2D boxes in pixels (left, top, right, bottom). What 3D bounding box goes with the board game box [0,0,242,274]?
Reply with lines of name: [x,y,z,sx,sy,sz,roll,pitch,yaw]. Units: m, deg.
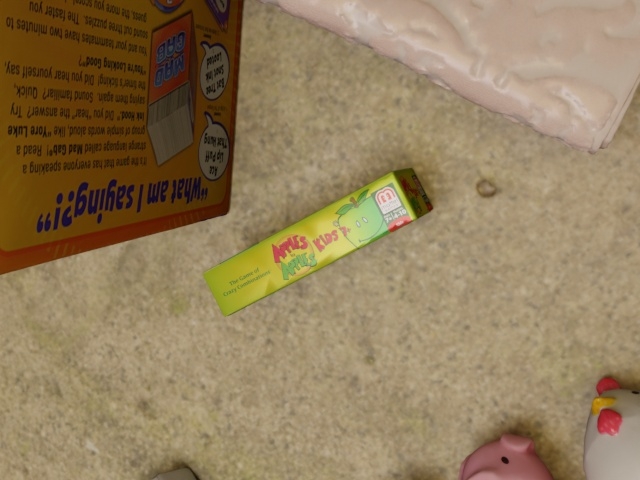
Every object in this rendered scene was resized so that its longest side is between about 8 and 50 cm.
board game box: [-0.284,-0.193,0.601,0.356,0.356,0.356,7,99,14]

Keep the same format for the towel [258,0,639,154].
towel: [0.121,-0.270,0.597,0.332,0.053,0.317,27,88,8]

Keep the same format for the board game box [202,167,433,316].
board game box: [0.000,0.000,0.686,0.181,0.092,0.043,-28,88,17]

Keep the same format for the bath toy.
bath toy: [0.149,0.227,0.666,0.348,0.129,0.151,-37,131,19]

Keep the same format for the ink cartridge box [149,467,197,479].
ink cartridge box: [-0.156,0.446,0.763,0.330,0.071,0.324,-46,67,18]
